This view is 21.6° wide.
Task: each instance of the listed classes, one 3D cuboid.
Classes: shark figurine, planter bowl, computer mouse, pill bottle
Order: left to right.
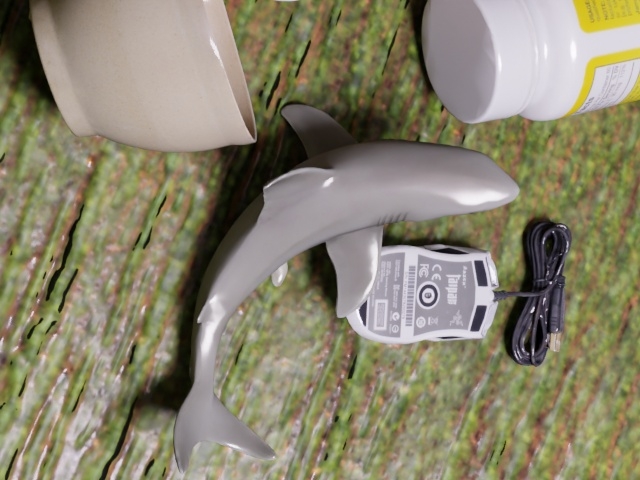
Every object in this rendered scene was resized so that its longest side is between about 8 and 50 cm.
[{"bbox_3d":[-0.114,-0.123,1.035,0.109,0.162,0.162,-16,97,4],"label":"planter bowl"},{"bbox_3d":[-0.028,0.006,1.074,0.278,0.116,0.166,-46,73,-2],"label":"shark figurine"},{"bbox_3d":[0.092,0.035,1.179,0.193,0.042,0.106,4,93,-30],"label":"computer mouse"},{"bbox_3d":[0.185,-0.150,1.179,0.208,0.119,0.119,-14,95,-24],"label":"pill bottle"}]
